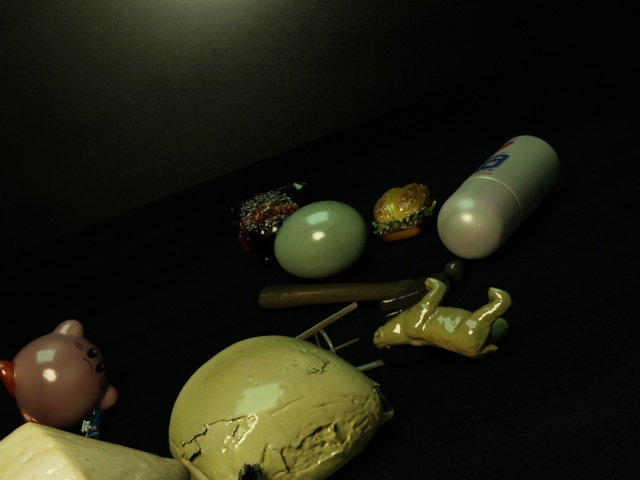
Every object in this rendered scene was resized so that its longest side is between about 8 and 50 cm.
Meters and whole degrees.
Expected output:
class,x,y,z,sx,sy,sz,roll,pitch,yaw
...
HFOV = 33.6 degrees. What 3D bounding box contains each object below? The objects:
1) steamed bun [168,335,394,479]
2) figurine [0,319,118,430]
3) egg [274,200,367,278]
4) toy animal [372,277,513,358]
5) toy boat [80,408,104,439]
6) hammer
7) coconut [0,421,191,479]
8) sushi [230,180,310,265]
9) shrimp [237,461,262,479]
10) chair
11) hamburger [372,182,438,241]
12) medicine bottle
class,x,y,z,sx,sy,sz,roll,pitch,yaw
steamed bun,-0.061,0.221,1.389,0.273,0.166,0.232,-27,15,-18
figurine,-0.451,0.243,1.839,0.173,0.173,0.173,-20,15,6
egg,0.000,0.000,2.086,0.192,0.149,0.149,-18,16,20
toy animal,0.175,0.124,1.539,0.218,0.103,0.101,9,56,36
toy boat,-0.379,0.308,1.762,0.038,0.038,0.083,-21,16,2
hammer,0.048,0.096,1.905,0.440,0.044,0.168,-6,20,46
coconut,-0.265,0.326,1.080,0.328,0.329,0.329,-20,15,6
sushi,-0.101,-0.028,2.342,0.172,0.153,0.150,-3,31,-13
shrimp,-0.028,0.315,1.211,0.174,0.076,0.082,17,3,40
chair,-0.026,0.182,1.608,0.221,0.095,0.104,-26,20,-13
hamburger,0.176,-0.067,2.193,0.137,0.087,0.166,-14,17,25
medicine bottle,0.325,-0.076,1.949,0.130,0.130,0.341,-10,20,37
